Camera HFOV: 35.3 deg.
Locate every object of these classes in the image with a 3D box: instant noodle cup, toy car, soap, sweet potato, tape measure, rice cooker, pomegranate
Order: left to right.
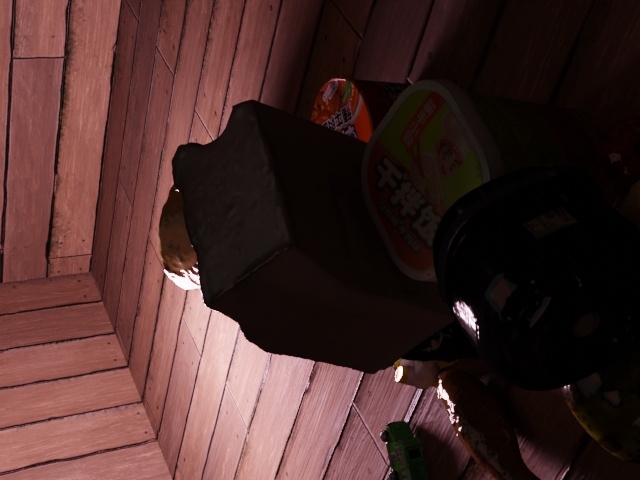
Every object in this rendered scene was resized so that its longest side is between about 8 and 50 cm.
[{"bbox_3d":[0.000,0.000,1.614,0.213,0.435,0.350,-30,61,33],"label":"soap"},{"bbox_3d":[0.119,-0.199,1.937,0.250,0.192,0.250,23,117,59],"label":"instant noodle cup"},{"bbox_3d":[0.181,0.462,2.116,0.062,0.071,0.165,-24,74,46],"label":"toy car"},{"bbox_3d":[0.226,0.158,1.809,0.223,0.202,0.135,-13,82,58],"label":"tape measure"},{"bbox_3d":[0.268,-0.091,1.527,0.294,0.308,0.294,6,98,55],"label":"instant noodle cup"},{"bbox_3d":[0.317,0.368,1.794,0.385,0.109,0.109,57,143,39],"label":"sweet potato"},{"bbox_3d":[0.282,0.048,1.276,0.224,0.267,0.267,-123,36,-48],"label":"rice cooker"},{"bbox_3d":[0.435,0.211,1.416,0.222,0.204,0.276,57,154,6],"label":"pomegranate"}]

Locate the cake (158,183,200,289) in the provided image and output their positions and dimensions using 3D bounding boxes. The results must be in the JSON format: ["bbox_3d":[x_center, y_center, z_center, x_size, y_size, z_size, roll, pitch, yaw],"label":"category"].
[{"bbox_3d":[-0.211,-0.013,2.587,0.321,0.332,0.332,7,106,24],"label":"cake"}]

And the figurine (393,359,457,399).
[{"bbox_3d":[0.216,0.219,1.983,0.129,0.109,0.178,28,124,27],"label":"figurine"}]

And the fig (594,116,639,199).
[{"bbox_3d":[0.459,-0.107,1.407,0.128,0.150,0.128,-17,66,42],"label":"fig"}]

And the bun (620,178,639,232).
[{"bbox_3d":[0.474,0.021,1.303,0.220,0.134,0.220,28,143,23],"label":"bun"}]
